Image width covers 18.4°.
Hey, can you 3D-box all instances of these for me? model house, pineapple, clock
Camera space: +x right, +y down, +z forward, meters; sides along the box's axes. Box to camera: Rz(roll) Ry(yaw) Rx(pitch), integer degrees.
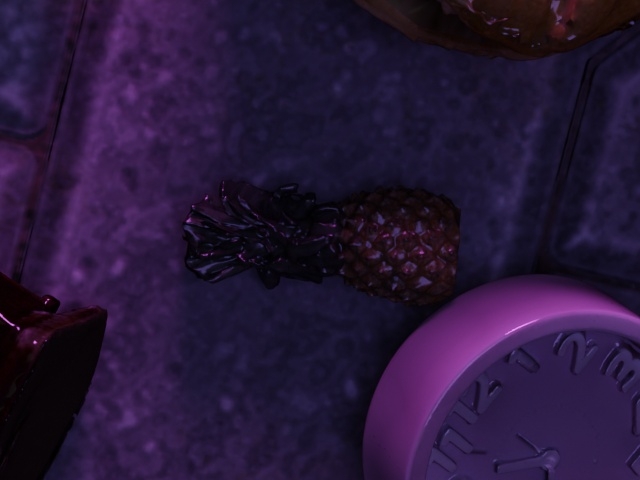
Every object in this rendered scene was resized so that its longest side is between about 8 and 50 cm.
[{"bbox_3d":[-0.231,0.089,1.098,0.164,0.141,0.203,23,72,10],"label":"model house"},{"bbox_3d":[0.000,0.000,1.139,0.159,0.074,0.074,4,97,-3],"label":"pineapple"},{"bbox_3d":[0.126,0.122,1.150,0.197,0.068,0.197,-6,109,-19],"label":"clock"}]

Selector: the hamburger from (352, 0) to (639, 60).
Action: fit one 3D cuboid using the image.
[{"bbox_3d":[0.098,-0.232,1.081,0.283,0.144,0.259,44,92,-7],"label":"hamburger"}]
